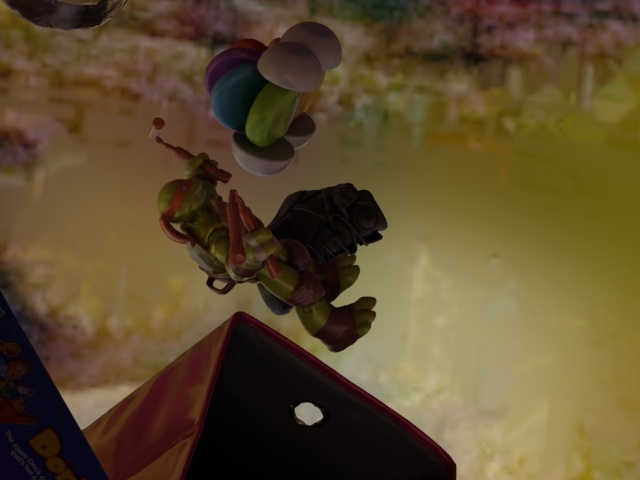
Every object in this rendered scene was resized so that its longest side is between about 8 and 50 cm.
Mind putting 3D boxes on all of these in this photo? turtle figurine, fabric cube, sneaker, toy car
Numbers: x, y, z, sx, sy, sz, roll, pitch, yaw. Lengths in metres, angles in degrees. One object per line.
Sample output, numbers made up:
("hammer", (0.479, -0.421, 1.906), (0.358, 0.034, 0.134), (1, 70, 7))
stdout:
("turtle figurine", (-0.056, 0.011, 1.244), (0.217, 0.087, 0.269), (34, -174, -29))
("fabric cube", (-0.075, 0.265, 1.267), (0.254, 0.259, 0.258), (36, 132, -19))
("sneaker", (0.000, 0.000, 1.830), (0.130, 0.087, 0.227), (-17, -157, 27))
("toy car", (-0.066, -0.177, 1.768), (0.136, 0.159, 0.182), (25, -149, 6))

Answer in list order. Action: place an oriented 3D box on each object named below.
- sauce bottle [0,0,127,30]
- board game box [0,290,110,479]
("sauce bottle", (-0.105, -0.255, 0.846), (0.111, 0.111, 0.344), (6, 149, -25))
("board game box", (-0.196, 0.237, 0.925), (0.233, 0.347, 0.078), (-38, 170, 37))
